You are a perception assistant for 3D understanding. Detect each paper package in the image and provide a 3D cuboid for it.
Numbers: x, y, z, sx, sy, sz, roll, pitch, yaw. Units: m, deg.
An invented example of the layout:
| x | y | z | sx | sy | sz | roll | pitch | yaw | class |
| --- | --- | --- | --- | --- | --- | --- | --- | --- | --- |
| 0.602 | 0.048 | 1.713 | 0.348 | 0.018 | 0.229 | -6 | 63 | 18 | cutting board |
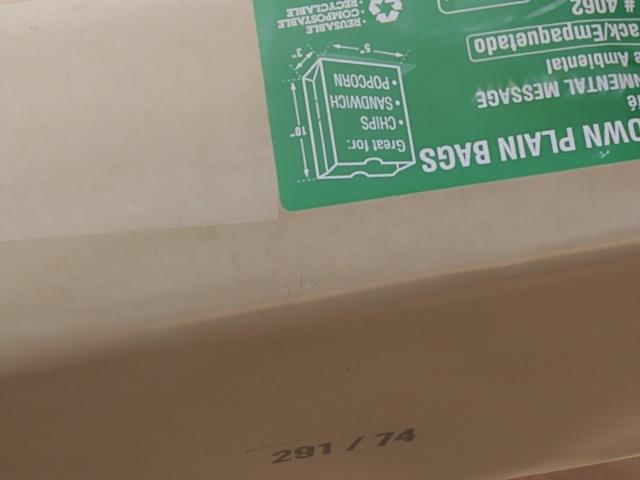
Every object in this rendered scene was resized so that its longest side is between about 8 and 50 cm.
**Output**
| x | y | z | sx | sy | sz | roll | pitch | yaw | class |
| --- | --- | --- | --- | --- | --- | --- | --- | --- | --- |
| 0.000 | 0.000 | 0.797 | 0.325 | 0.309 | 0.168 | -10 | 70 | 0 | paper package |
